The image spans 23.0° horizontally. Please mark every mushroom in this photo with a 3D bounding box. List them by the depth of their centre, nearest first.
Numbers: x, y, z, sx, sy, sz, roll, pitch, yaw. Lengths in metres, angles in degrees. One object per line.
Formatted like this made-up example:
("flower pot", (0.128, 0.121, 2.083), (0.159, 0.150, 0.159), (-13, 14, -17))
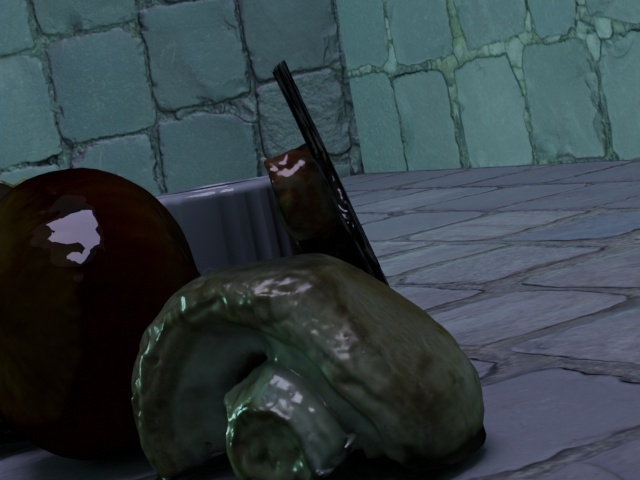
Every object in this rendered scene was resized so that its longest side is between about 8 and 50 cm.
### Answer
("mushroom", (-0.008, 0.090, 1.187), (0.267, 0.164, 0.189), (-4, 10, 44))

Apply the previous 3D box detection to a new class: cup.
("cup", (-0.111, 0.051, 1.503), (0.221, 0.202, 0.167), (-11, 4, -21))

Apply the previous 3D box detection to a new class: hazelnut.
("hazelnut", (-0.188, 0.056, 1.334), (0.217, 0.251, 0.217), (-15, -24, -7))

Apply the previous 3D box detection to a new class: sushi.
("sushi", (0.000, 0.000, 1.409), (0.069, 0.320, 0.339), (-25, 7, 4))

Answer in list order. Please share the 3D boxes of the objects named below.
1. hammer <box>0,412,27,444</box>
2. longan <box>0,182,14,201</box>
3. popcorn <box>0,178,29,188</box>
("hammer", (-0.414, 0.018, 1.491), (0.242, 0.409, 0.095), (-14, -23, -5))
("longan", (-0.364, 0.056, 1.648), (0.258, 0.258, 0.258), (-10, 6, 1))
("popcorn", (-0.350, 0.036, 1.926), (0.250, 0.235, 0.242), (4, -10, 9))
